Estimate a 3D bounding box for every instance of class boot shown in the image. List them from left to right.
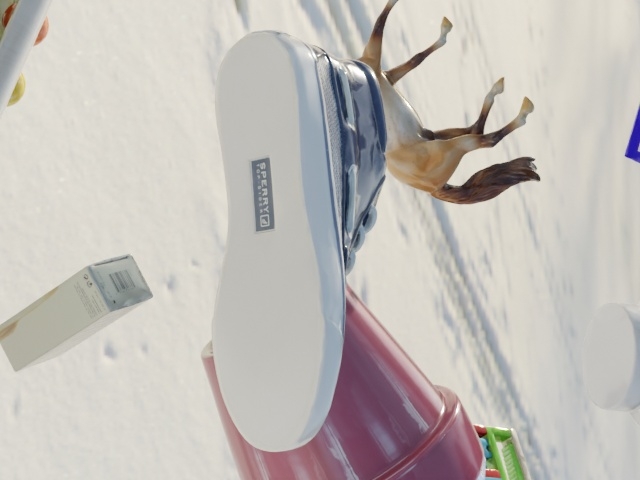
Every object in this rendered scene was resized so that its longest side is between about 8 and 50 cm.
[{"bbox_3d":[0.000,0.000,0.508,0.086,0.069,0.190,2,89,-53],"label":"boot"}]

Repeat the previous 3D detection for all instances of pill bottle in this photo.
[{"bbox_3d":[0.482,0.150,1.263,0.181,0.322,0.182,-173,-90,-77],"label":"pill bottle"}]

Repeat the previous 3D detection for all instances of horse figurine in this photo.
[{"bbox_3d":[0.094,-0.126,1.063,0.263,0.174,0.066,47,10,9],"label":"horse figurine"}]

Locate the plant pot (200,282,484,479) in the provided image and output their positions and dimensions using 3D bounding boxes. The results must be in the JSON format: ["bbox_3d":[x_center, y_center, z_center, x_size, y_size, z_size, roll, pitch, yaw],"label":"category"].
[{"bbox_3d":[0.003,0.136,0.853,0.180,0.201,0.201,61,25,-9],"label":"plant pot"}]

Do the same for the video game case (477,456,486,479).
[{"bbox_3d":[0.093,0.239,1.257,0.269,0.061,0.244,50,22,-11],"label":"video game case"}]

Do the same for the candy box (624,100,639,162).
[{"bbox_3d":[0.463,-0.181,0.989,0.317,0.122,0.268,1,110,-30],"label":"candy box"}]

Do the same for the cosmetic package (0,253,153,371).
[{"bbox_3d":[-0.195,0.057,0.848,0.041,0.115,0.060,62,26,5],"label":"cosmetic package"}]

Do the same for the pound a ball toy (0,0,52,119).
[{"bbox_3d":[-0.409,-0.216,1.233,0.135,0.208,0.319,30,70,-35],"label":"pound a ball toy"}]

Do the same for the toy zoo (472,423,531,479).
[{"bbox_3d":[0.221,0.375,1.689,0.293,0.030,0.192,14,48,-33],"label":"toy zoo"}]
